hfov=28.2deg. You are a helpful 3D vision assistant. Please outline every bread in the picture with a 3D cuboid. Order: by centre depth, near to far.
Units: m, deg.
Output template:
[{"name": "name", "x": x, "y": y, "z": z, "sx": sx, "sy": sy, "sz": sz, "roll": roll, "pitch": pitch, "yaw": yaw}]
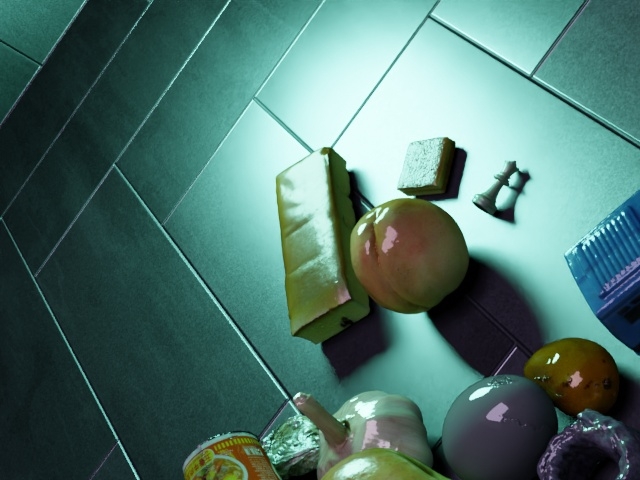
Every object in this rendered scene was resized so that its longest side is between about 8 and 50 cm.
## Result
[{"name": "bread", "x": 0.178, "y": -0.122, "z": 2.125, "sx": 0.090, "sy": 0.035, "sz": 0.094, "roll": -7, "pitch": 60, "yaw": 46}, {"name": "bread", "x": 0.000, "y": 0.000, "z": 2.213, "sx": 0.138, "sy": 0.077, "sz": 0.361, "roll": -35, "pitch": 43, "yaw": 30}]

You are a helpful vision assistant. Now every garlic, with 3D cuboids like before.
[{"name": "garlic", "x": 0.042, "y": 0.290, "z": 1.844, "sx": 0.199, "sy": 0.226, "sz": 0.199, "roll": -33, "pitch": 38, "yaw": 31}]

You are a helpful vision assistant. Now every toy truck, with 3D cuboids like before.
[{"name": "toy truck", "x": 0.499, "y": -0.024, "z": 1.587, "sx": 0.385, "sy": 0.162, "sz": 0.161, "roll": -41, "pitch": 39, "yaw": 22}]

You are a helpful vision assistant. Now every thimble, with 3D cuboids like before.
[{"name": "thimble", "x": 0.354, "y": 0.293, "z": 1.590, "sx": 0.150, "sy": 0.098, "sz": 0.150, "roll": -27, "pitch": 48, "yaw": 36}]

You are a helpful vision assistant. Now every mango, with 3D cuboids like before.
[{"name": "mango", "x": 0.333, "y": 0.175, "z": 1.707, "sx": 0.105, "sy": 0.084, "sz": 0.159, "roll": -56, "pitch": 37, "yaw": -5}]

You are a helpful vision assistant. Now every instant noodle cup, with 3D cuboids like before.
[{"name": "instant noodle cup", "x": -0.113, "y": 0.410, "z": 1.937, "sx": 0.193, "sy": 0.193, "sz": 0.212, "roll": -43, "pitch": 53, "yaw": 20}]

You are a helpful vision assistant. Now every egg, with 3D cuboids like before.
[{"name": "egg", "x": 0.239, "y": 0.254, "z": 1.689, "sx": 0.198, "sy": 0.146, "sz": 0.146, "roll": 117, "pitch": 161, "yaw": -59}]

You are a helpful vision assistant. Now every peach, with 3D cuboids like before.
[{"name": "peach", "x": 0.133, "y": 0.020, "z": 1.968, "sx": 0.184, "sy": 0.184, "sz": 0.184, "roll": -28, "pitch": 47, "yaw": 35}]

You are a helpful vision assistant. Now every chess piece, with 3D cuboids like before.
[{"name": "chess piece", "x": 0.278, "y": -0.087, "z": 1.988, "sx": 0.093, "sy": 0.042, "sz": 0.042, "roll": -54, "pitch": 37, "yaw": -4}]

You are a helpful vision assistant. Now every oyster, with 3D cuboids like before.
[{"name": "oyster", "x": -0.037, "y": 0.333, "z": 2.048, "sx": 0.125, "sy": 0.064, "sz": 0.177, "roll": -49, "pitch": 26, "yaw": -9}]

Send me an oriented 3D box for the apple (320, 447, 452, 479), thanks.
[{"name": "apple", "x": 0.102, "y": 0.407, "z": 1.654, "sx": 0.286, "sy": 0.286, "sz": 0.233, "roll": 23, "pitch": 82, "yaw": 53}]
